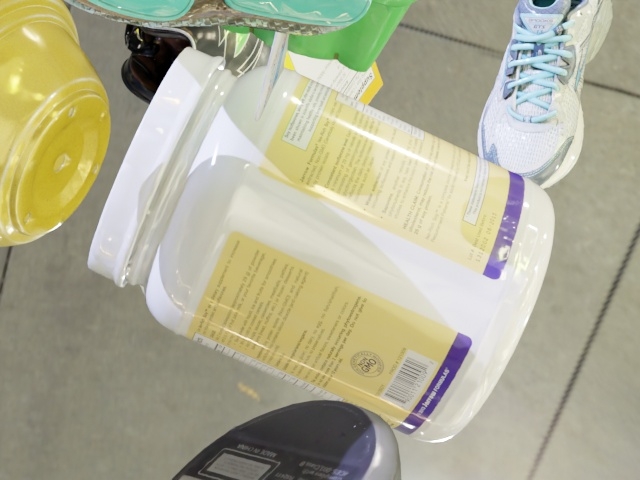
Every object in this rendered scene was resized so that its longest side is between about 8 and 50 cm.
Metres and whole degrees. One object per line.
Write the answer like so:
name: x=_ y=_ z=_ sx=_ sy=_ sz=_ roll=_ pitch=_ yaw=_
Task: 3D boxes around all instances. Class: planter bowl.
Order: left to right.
planter bowl: x=-0.196 y=-0.064 z=0.799 sx=0.090 sy=0.217 sz=0.217 roll=27 pitch=112 yaw=14

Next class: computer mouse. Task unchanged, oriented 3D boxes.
computer mouse: x=-0.063 y=0.174 z=0.560 sx=0.272 sy=0.188 sz=0.072 roll=-38 pitch=118 yaw=-32

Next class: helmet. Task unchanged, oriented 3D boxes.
helmet: x=-0.125 y=-0.202 z=1.364 sx=0.161 sy=0.169 sz=0.169 roll=34 pitch=109 yaw=10

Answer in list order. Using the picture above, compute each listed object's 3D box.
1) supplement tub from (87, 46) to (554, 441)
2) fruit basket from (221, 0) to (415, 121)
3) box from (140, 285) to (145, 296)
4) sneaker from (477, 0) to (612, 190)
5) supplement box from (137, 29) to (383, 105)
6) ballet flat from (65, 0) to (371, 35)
supplement tub: x=0.000 y=0.000 z=1.057 sx=0.331 sy=0.241 sz=0.241 roll=25 pitch=110 yaw=-3
fruit basket: x=0.019 y=-0.297 z=0.767 sx=0.165 sy=0.327 sz=0.353 roll=14 pitch=143 yaw=8
box: x=-0.143 y=0.004 z=1.393 sx=0.126 sy=0.072 sz=0.137 roll=-9 pitch=131 yaw=9
sneaker: x=0.218 y=-0.182 z=1.279 sx=0.110 sy=0.283 sz=0.122 roll=8 pitch=155 yaw=21
supplement box: x=-0.091 y=-0.278 z=1.579 sx=0.195 sy=0.194 sz=0.357 roll=2 pitch=132 yaw=31
ballet flat: x=-0.063 y=-0.137 z=0.612 sx=0.188 sy=0.070 sz=0.070 roll=7 pitch=116 yaw=-35
